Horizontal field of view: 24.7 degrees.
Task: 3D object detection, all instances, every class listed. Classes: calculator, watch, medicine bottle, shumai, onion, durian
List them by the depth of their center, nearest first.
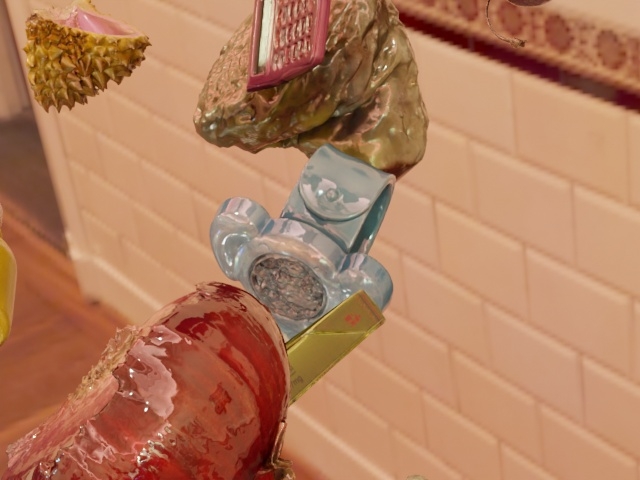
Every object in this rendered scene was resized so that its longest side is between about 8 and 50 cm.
[{"bbox_3d":[-0.115,0.137,1.004,0.248,0.161,0.248,-29,-1,-1],"label":"onion"},{"bbox_3d":[0.000,0.000,1.611,0.211,0.211,0.193,7,40,26],"label":"watch"},{"bbox_3d":[-0.034,-0.238,1.642,0.034,0.127,0.190,11,-9,-26],"label":"calculator"},{"bbox_3d":[-0.297,-0.233,1.773,0.165,0.132,0.182,-41,11,-15],"label":"durian"},{"bbox_3d":[-0.441,0.035,1.829,0.121,0.122,0.212,-7,46,3],"label":"medicine bottle"},{"bbox_3d":[0.028,-0.193,1.869,0.309,0.263,0.304,-18,37,48],"label":"shumai"}]

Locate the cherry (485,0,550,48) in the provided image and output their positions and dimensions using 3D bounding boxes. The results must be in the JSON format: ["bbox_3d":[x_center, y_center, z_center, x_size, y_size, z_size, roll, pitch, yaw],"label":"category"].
[{"bbox_3d":[0.228,-0.289,1.483,0.148,0.115,0.188,-14,29,-10],"label":"cherry"}]

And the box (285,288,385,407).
[{"bbox_3d":[-0.086,0.167,1.299,0.311,0.043,0.173,-39,0,-34],"label":"box"}]

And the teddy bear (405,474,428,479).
[{"bbox_3d":[0.098,0.379,1.665,0.133,0.111,0.213,29,70,7],"label":"teddy bear"}]
